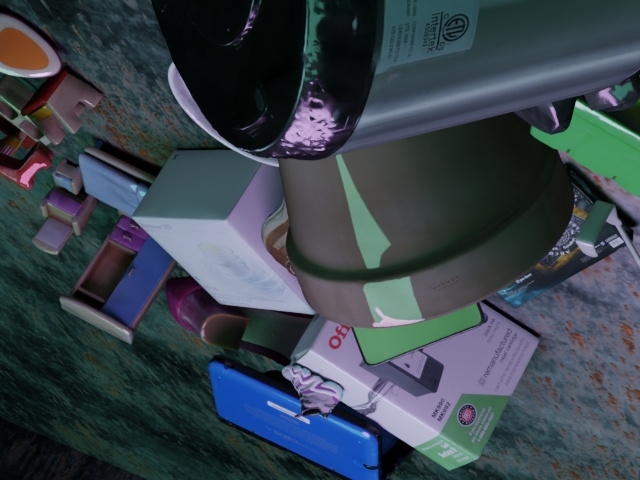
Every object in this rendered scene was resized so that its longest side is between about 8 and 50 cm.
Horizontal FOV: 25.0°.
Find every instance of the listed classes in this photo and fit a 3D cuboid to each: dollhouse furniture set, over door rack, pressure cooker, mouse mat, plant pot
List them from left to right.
[{"bbox_3d":[-0.508,-0.155,2.224,0.152,0.201,0.374,39,156,-18],"label":"dollhouse furniture set"},{"bbox_3d":[-0.364,-0.019,2.330,0.286,0.198,0.303,26,156,10],"label":"dollhouse furniture set"},{"bbox_3d":[0.076,-0.111,1.537,0.323,0.323,0.280,6,131,45],"label":"plant pot"},{"bbox_3d":[0.116,0.074,1.962,0.189,0.153,0.007,-23,173,25],"label":"mouse mat"},{"bbox_3d":[0.103,-0.261,1.013,0.370,0.420,0.376,132,120,-66],"label":"pressure cooker"},{"bbox_3d":[0.447,0.028,1.536,0.239,0.108,0.324,15,173,33],"label":"over door rack"}]

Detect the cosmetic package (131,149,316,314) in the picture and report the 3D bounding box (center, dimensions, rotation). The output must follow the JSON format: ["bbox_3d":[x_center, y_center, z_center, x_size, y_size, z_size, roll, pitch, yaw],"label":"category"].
[{"bbox_3d":[-0.113,-0.014,2.119,0.224,0.138,0.225,3,143,47],"label":"cosmetic package"}]

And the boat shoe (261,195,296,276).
[{"bbox_3d":[0.000,0.000,1.879,0.324,0.123,0.116,107,142,-72],"label":"boat shoe"}]

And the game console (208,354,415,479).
[{"bbox_3d":[-0.002,0.250,2.248,0.293,0.173,0.250,22,146,19],"label":"game console"}]

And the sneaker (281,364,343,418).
[{"bbox_3d":[-0.024,0.219,2.033,0.098,0.069,0.038,21,155,26],"label":"sneaker"}]

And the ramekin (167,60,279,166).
[{"bbox_3d":[-0.069,-0.193,1.741,0.207,0.109,0.207,25,157,12],"label":"ramekin"}]

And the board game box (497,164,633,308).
[{"bbox_3d":[0.262,-0.002,1.734,0.126,0.026,0.186,42,128,-19],"label":"board game box"}]

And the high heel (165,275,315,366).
[{"bbox_3d":[-0.071,0.134,2.374,0.377,0.127,0.181,21,-168,-34],"label":"high heel"}]

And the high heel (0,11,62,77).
[{"bbox_3d":[-0.483,-0.296,2.103,0.244,0.082,0.117,17,-175,0],"label":"high heel"}]

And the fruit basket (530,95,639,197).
[{"bbox_3d":[0.350,-0.180,1.270,0.327,0.165,0.353,30,141,1],"label":"fruit basket"}]

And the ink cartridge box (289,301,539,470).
[{"bbox_3d":[0.133,0.162,2.079,0.289,0.211,0.121,32,159,-5],"label":"ink cartridge box"}]
